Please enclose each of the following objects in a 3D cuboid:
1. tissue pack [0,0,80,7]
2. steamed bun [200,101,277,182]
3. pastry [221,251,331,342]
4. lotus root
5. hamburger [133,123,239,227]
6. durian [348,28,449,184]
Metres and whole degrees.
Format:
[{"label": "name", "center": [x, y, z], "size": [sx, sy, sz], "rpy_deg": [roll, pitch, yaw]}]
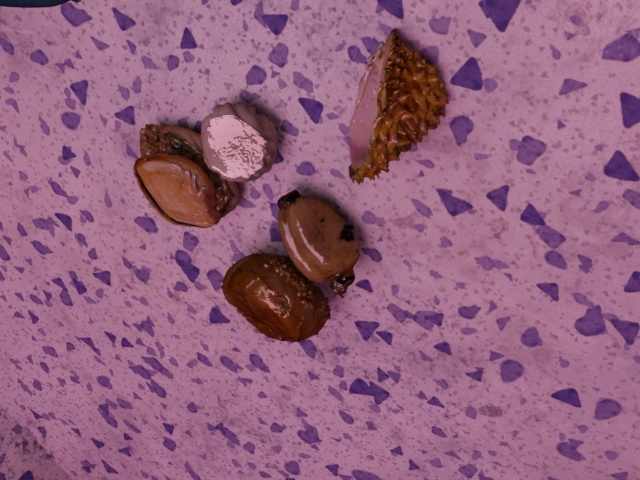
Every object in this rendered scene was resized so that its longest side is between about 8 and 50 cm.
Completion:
[{"label": "tissue pack", "center": [-0.632, -0.587, 1.726], "size": [0.287, 0.198, 0.206], "rpy_deg": [8, 126, 24]}, {"label": "steamed bun", "center": [-0.171, -0.217, 1.792], "size": [0.183, 0.106, 0.182], "rpy_deg": [6, 122, 10]}, {"label": "pastry", "center": [-0.098, 0.129, 1.958], "size": [0.255, 0.162, 0.311], "rpy_deg": [46, 159, -19]}, {"label": "lotus root", "center": [0.000, 0.000, 1.834], "size": [0.154, 0.140, 0.257], "rpy_deg": [-27, 101, 30]}, {"label": "hamburger", "center": [-0.324, -0.147, 1.920], "size": [0.286, 0.146, 0.243], "rpy_deg": [38, 141, -8]}, {"label": "durian", "center": [0.117, -0.211, 1.566], "size": [0.186, 0.195, 0.305], "rpy_deg": [30, 132, -1]}]
